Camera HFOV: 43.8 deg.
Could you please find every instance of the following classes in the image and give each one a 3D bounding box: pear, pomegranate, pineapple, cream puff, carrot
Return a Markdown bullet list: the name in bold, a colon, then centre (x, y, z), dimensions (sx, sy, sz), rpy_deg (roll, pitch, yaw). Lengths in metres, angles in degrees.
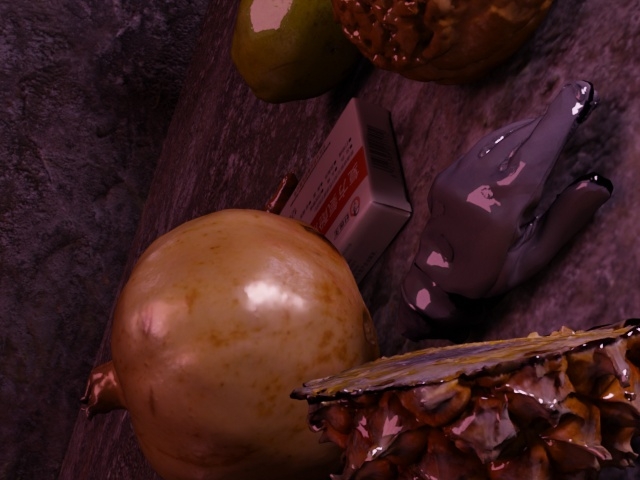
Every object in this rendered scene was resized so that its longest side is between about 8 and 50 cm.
- **pear**: centre (-0.025, -0.330, 1.225), dimensions (0.269, 0.212, 0.212), rpy_deg (-42, 35, 28)
- **pomegranate**: centre (-0.104, 0.128, 0.897), dimensions (0.342, 0.342, 0.343), rpy_deg (-49, 32, 46)
- **pineapple**: centre (0.130, 0.203, 0.520), dimensions (0.262, 0.262, 0.272), rpy_deg (-23, 77, 63)
- **cream puff**: centre (0.122, -0.336, 0.843), dimensions (0.327, 0.231, 0.343), rpy_deg (135, 145, -56)
- **carrot**: centre (-0.092, -0.006, 1.365), dimensions (0.248, 0.059, 0.059), rpy_deg (-68, 22, 5)

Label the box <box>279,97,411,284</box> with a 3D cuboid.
- **box**: centre (0.000, 0.000, 1.125), dimensions (0.214, 0.069, 0.353), rpy_deg (-96, 29, -44)

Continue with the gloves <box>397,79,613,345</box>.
- **gloves**: centre (0.160, -0.015, 0.711), dimensions (0.142, 0.119, 0.286), rpy_deg (43, 115, 32)
